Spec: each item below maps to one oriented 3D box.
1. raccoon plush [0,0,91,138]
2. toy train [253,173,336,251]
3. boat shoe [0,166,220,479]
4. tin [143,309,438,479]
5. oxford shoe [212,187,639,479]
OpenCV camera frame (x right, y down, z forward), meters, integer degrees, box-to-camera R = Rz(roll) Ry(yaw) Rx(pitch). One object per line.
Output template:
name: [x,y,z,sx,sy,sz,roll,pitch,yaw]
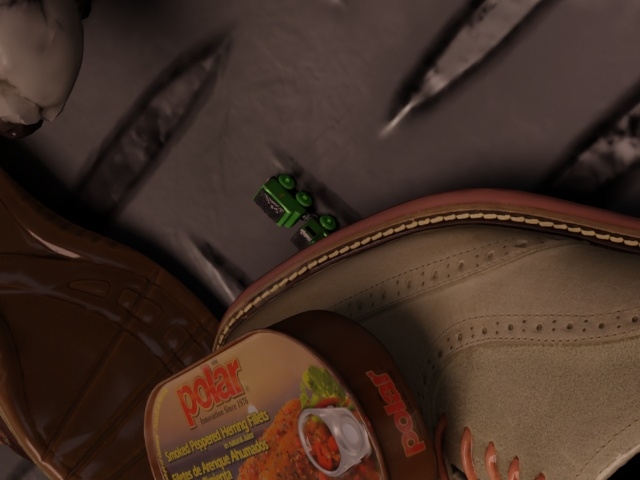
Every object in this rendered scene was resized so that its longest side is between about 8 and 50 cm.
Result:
raccoon plush: [-0.118,-0.271,0.606,0.299,0.216,0.446,3,85,48]
toy train: [0.000,0.000,0.706,0.083,0.024,0.017,45,129,8]
boat shoe: [-0.157,0.058,0.800,0.342,0.123,0.123,37,158,7]
tin: [-0.018,0.093,0.620,0.190,0.040,0.106,-31,87,55]
oxford shoe: [0.093,0.069,0.583,0.397,0.146,0.140,-8,124,38]
